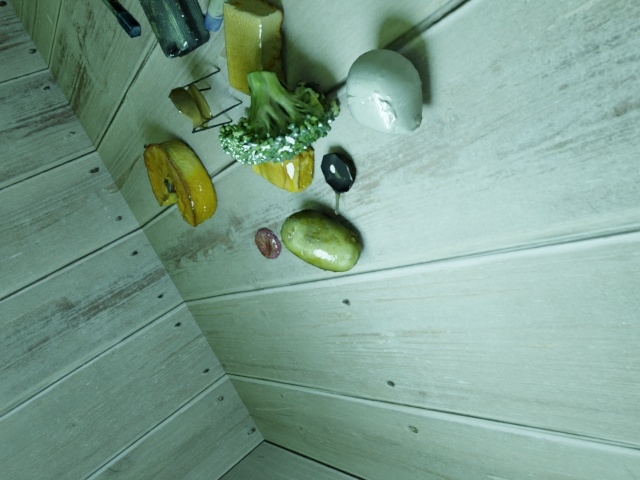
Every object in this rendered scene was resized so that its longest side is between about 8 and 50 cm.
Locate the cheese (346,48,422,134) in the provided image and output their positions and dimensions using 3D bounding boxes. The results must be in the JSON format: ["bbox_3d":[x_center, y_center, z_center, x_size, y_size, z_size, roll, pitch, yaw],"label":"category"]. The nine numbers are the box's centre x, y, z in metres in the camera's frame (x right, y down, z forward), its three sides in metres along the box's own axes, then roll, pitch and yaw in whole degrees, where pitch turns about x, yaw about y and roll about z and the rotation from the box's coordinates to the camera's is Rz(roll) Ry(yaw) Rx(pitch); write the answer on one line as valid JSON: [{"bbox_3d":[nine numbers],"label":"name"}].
[{"bbox_3d":[0.154,-0.363,1.276,0.198,0.154,0.189,26,155,34],"label":"cheese"}]

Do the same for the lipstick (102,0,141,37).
[{"bbox_3d":[-0.862,-0.977,2.231,0.312,0.051,0.051,49,149,17],"label":"lipstick"}]

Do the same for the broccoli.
[{"bbox_3d":[-0.118,-0.337,1.526,0.323,0.334,0.272,13,107,-4],"label":"broccoli"}]

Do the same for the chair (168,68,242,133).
[{"bbox_3d":[-0.432,-0.486,1.886,0.159,0.246,0.172,57,150,1],"label":"chair"}]

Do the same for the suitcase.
[{"bbox_3d":[-0.517,-0.804,1.830,0.202,0.128,0.313,2,119,53],"label":"suitcase"}]

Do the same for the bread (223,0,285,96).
[{"bbox_3d":[-0.198,-0.584,1.611,0.184,0.114,0.275,32,142,28],"label":"bread"}]

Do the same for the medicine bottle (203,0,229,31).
[{"bbox_3d":[-0.317,-0.758,1.664,0.059,0.059,0.231,55,149,3],"label":"medicine bottle"}]

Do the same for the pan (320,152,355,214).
[{"bbox_3d":[0.052,-0.193,1.667,0.128,0.048,0.202,47,145,19],"label":"pan"}]

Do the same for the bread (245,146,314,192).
[{"bbox_3d":[-0.153,-0.287,1.792,0.294,0.132,0.167,32,147,32],"label":"bread"}]

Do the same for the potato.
[{"bbox_3d":[0.000,0.000,1.778,0.307,0.210,0.173,27,96,29],"label":"potato"}]

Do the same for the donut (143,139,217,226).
[{"bbox_3d":[-0.643,-0.285,2.440,0.435,0.163,0.378,33,140,37],"label":"donut"}]

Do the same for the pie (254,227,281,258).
[{"bbox_3d":[-0.224,0.016,2.241,0.153,0.038,0.154,32,138,33],"label":"pie"}]
